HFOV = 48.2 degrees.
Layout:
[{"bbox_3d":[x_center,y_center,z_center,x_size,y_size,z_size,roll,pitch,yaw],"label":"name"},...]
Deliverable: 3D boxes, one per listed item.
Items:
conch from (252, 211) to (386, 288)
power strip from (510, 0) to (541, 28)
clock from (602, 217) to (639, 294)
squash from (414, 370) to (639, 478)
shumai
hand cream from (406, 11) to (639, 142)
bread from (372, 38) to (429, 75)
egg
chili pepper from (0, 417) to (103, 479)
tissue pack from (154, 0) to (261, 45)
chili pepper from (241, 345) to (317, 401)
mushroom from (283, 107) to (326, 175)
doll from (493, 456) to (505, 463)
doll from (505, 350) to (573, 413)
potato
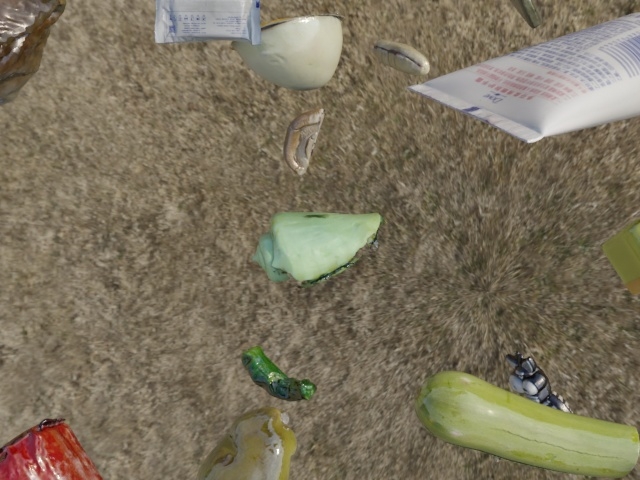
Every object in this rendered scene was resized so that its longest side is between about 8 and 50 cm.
[{"bbox_3d":[-0.005,0.017,1.354,0.251,0.143,0.137,2,100,8],"label":"conch"},{"bbox_3d":[0.265,-0.489,1.094,0.092,0.251,0.257,-28,57,13],"label":"power strip"},{"bbox_3d":[0.494,-0.014,0.948,0.202,0.143,0.096,-28,79,-1],"label":"clock"},{"bbox_3d":[0.227,0.212,0.811,0.250,0.083,0.083,16,90,2],"label":"squash"},{"bbox_3d":[-0.435,-0.277,0.913,0.218,0.185,0.184,-44,94,-7],"label":"shumai"},{"bbox_3d":[0.208,-0.125,0.565,0.248,0.133,0.083,-18,122,-23],"label":"hand cream"},{"bbox_3d":[0.208,-0.492,1.917,0.214,0.053,0.073,39,140,45],"label":"bread"},{"bbox_3d":[-0.067,-0.455,1.759,0.264,0.286,0.174,-5,99,41],"label":"egg"},{"bbox_3d":[-0.272,0.331,0.761,0.144,0.136,0.252,-33,78,-30],"label":"chili pepper"},{"bbox_3d":[-0.203,-0.417,1.290,0.193,0.026,0.122,1,100,2],"label":"tissue pack"},{"bbox_3d":[-0.066,0.232,1.186,0.182,0.050,0.073,15,124,46],"label":"chili pepper"},{"bbox_3d":[-0.051,-0.288,2.005,0.094,0.072,0.209,14,122,-4],"label":"mushroom"},{"bbox_3d":[0.362,0.414,1.468,0.051,0.061,0.093,-40,43,8],"label":"doll"},{"bbox_3d":[0.457,0.318,1.481,0.067,0.091,0.219,-39,100,-14],"label":"doll"},{"bbox_3d":[-0.176,0.564,1.723,0.218,0.202,0.351,32,92,40],"label":"potato"}]
